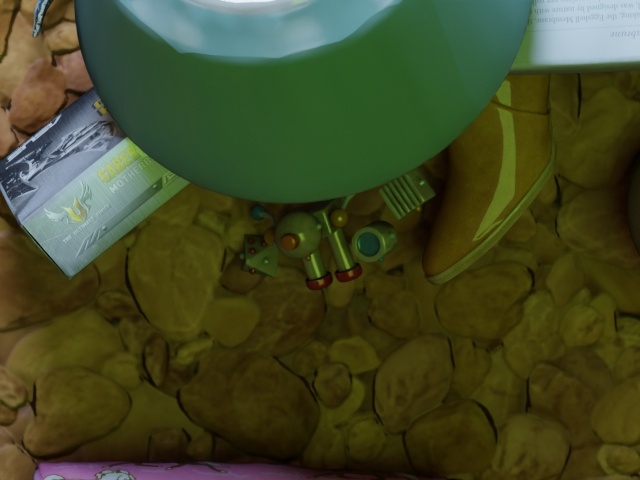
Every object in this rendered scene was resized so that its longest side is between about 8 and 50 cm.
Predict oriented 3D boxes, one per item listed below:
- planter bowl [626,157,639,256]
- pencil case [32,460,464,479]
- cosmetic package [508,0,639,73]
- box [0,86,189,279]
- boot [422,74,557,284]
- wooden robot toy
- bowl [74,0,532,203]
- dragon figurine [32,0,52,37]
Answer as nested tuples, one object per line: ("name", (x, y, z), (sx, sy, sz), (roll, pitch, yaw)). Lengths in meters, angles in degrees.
("planter bowl", (0.315, -0.031, 1.467), (0.162, 0.109, 0.162), (-4, 105, -14))
("pencil case", (-0.044, 0.258, 1.410), (0.386, 0.160, 0.167), (3, 95, -18))
("cosmetic package", (0.217, -0.229, 1.247), (0.224, 0.138, 0.224), (0, 92, 22))
("box", (-0.120, -0.084, 1.292), (0.231, 0.183, 0.056), (-39, 110, -3))
("boot", (0.100, -0.136, 1.394), (0.211, 0.104, 0.295), (35, 87, -15))
("wooden robot toy", (0.000, 0.000, 1.366), (0.173, 0.079, 0.076), (-17, 95, 23))
("bowl", (-0.024, -0.193, 1.132), (0.312, 0.163, 0.311), (-2, 75, 8))
("dragon figurine", (-0.073, -0.221, 1.291), (0.289, 0.144, 0.085), (-20, 108, -10))
